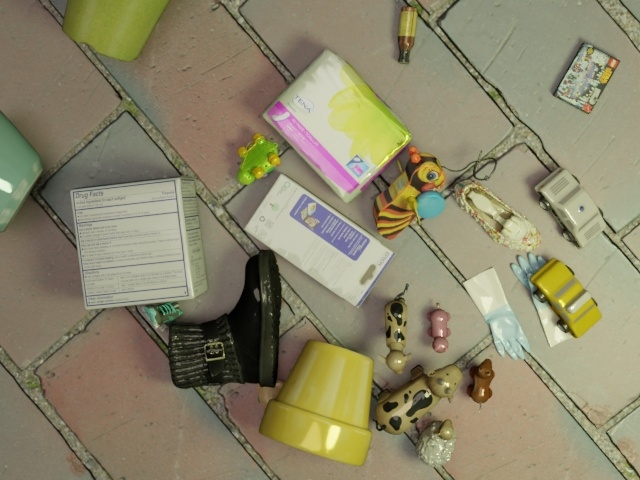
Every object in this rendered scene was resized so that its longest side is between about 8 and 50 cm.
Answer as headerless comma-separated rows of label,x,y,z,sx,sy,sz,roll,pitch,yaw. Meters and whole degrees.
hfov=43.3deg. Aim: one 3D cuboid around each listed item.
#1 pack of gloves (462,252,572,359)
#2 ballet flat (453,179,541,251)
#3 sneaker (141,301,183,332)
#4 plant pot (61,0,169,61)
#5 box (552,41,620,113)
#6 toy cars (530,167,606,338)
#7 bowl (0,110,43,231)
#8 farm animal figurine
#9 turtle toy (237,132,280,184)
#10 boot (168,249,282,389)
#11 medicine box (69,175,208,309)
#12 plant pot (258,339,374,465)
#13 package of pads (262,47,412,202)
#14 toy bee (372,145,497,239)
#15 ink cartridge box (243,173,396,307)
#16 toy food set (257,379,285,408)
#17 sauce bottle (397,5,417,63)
pack of gloves,0.473,0.158,1.883,0.195,0.046,0.232,-27,91,6
ballet flat,0.407,-0.052,1.860,0.241,0.077,0.091,35,94,2
sneaker,-0.372,0.169,1.914,0.076,0.166,0.065,-37,81,-6
plant pot,-0.461,-0.559,1.837,0.276,0.276,0.254,28,107,3
box,0.608,-0.371,1.843,0.094,0.027,0.137,28,96,2
toy cars,0.573,0.032,1.823,0.176,0.087,0.393,1,93,-11
bowl,-0.766,-0.136,1.882,0.163,0.311,0.311,32,96,-16
farm animal figurine,0.231,0.319,1.853,0.330,0.172,0.326,35,96,3
turtle toy,-0.149,-0.185,1.910,0.130,0.066,0.095,-40,66,9
boot,-0.231,0.189,1.910,0.260,0.131,0.348,3,94,5
medicine box,-0.424,0.003,1.908,0.264,0.149,0.289,-6,93,6
plant pot,0.011,0.365,1.855,0.254,0.254,0.239,16,79,4
package of pads,0.044,-0.268,1.868,0.229,0.101,0.296,-44,89,7
toy bee,0.218,-0.139,1.823,0.298,0.195,0.162,-48,125,3
ink cartridge box,0.000,0.000,1.910,0.333,0.065,0.165,36,96,4
toy food set,-0.113,0.378,1.967,0.083,0.020,0.082,-2,94,5
sauce bottle,0.199,-0.475,1.869,0.042,0.042,0.128,8,94,5
